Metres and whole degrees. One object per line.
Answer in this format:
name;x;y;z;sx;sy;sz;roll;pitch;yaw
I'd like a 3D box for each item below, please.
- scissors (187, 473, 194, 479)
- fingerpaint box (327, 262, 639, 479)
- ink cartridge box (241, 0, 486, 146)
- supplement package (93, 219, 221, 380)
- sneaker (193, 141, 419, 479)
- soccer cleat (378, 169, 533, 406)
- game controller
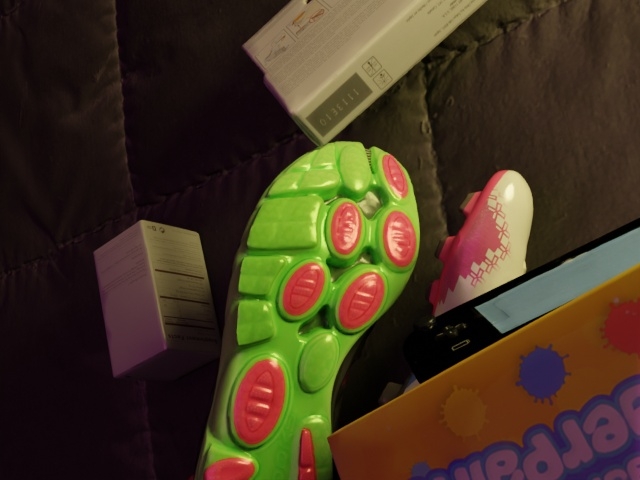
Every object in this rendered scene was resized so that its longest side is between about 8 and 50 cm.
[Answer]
scissors;-0.186;0.427;1.105;0.109;0.021;0.297;37;104;35
fingerpaint box;0.294;0.100;0.555;0.445;0.371;0.163;-36;62;30
ink cartridge box;0.051;-0.254;0.975;0.275;0.060;0.239;-41;32;6
supplement package;-0.212;0.081;1.138;0.105;0.105;0.179;-28;64;31
sneaker;-0.037;0.116;0.925;0.202;0.185;0.483;156;135;-75
soccer cleat;0.162;0.102;0.844;0.143;0.116;0.331;24;99;23
game controller;0.218;0.037;0.703;0.319;0.166;0.067;-27;89;1
